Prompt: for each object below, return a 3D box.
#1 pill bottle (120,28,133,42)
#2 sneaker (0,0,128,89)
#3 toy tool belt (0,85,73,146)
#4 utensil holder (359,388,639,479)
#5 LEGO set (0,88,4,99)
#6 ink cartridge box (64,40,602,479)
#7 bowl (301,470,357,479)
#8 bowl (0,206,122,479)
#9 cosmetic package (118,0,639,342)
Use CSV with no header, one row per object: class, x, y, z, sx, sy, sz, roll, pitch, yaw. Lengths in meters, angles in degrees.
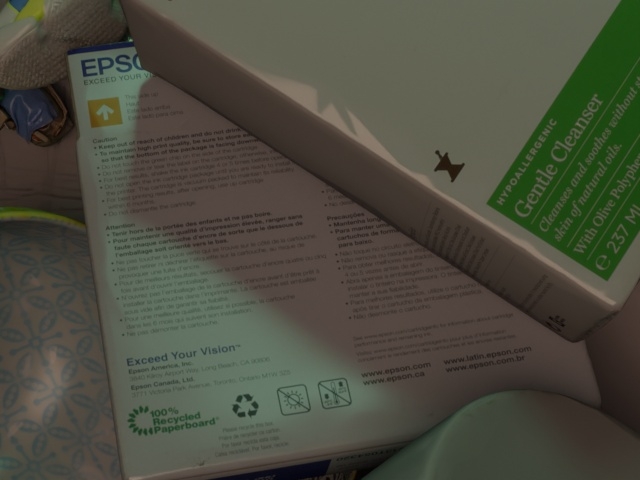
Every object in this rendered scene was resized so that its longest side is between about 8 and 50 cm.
pill bottle,-0.171,-0.167,1.109,0.083,0.043,0.043,43,102,3
sneaker,-0.180,-0.217,1.065,0.240,0.091,0.126,-41,67,-16
toy tool belt,-0.237,-0.108,1.124,0.083,0.051,0.052,44,102,2
utensil holder,0.065,0.321,0.924,0.327,0.327,0.385,46,127,1
LEGO set,-0.404,-0.193,1.050,0.331,0.192,0.255,3,85,13
ink cartridge box,0.000,0.000,1.011,0.324,0.071,0.330,-8,65,-9
bowl,-0.043,0.177,1.101,0.170,0.080,0.170,-8,52,10
bowl,-0.270,0.099,1.089,0.156,0.289,0.289,25,105,50
cosmetic package,0.073,-0.116,0.931,0.365,0.155,0.197,32,80,6
